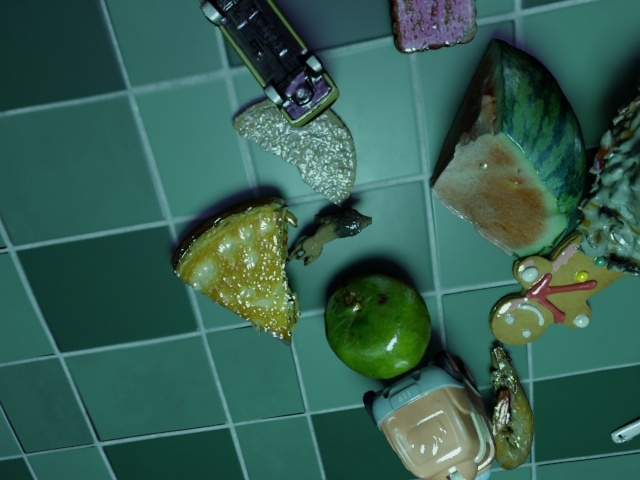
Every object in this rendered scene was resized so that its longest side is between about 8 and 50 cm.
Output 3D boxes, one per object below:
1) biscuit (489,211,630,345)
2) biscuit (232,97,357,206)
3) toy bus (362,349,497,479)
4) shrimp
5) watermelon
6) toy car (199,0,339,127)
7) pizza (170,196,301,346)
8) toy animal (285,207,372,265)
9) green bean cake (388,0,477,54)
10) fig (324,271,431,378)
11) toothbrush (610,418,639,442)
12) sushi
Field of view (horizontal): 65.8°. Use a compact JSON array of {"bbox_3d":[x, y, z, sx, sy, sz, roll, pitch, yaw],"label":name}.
[{"bbox_3d":[0.487,0.095,0.991,0.340,0.047,0.216,-41,105,14],"label":"biscuit"},{"bbox_3d":[-0.023,-0.180,0.889,0.250,0.032,0.133,36,105,-12],"label":"biscuit"},{"bbox_3d":[0.236,0.364,0.962,0.194,0.232,0.288,-36,142,11],"label":"toy bus"},{"bbox_3d":[0.391,0.362,1.055,0.152,0.063,0.287,-30,108,-34],"label":"shrimp"},{"bbox_3d":[0.340,-0.121,0.819,0.292,0.222,0.319,28,108,-6],"label":"watermelon"},{"bbox_3d":[-0.077,-0.306,0.792,0.101,0.124,0.256,-36,90,10],"label":"toy car"},{"bbox_3d":[-0.115,0.040,0.934,0.288,0.074,0.251,36,113,-5],"label":"pizza"},{"bbox_3d":[0.002,-0.007,0.939,0.220,0.086,0.069,-36,105,31],"label":"toy animal"},{"bbox_3d":[0.180,-0.379,0.800,0.136,0.056,0.135,-10,109,3],"label":"green bean cake"},{"bbox_3d":[0.139,0.172,0.978,0.203,0.203,0.235,-46,141,15],"label":"fig"},{"bbox_3d":[0.831,0.333,1.093,0.418,0.040,0.042,-39,104,18],"label":"toothbrush"},{"bbox_3d":[0.605,-0.104,0.805,0.417,0.176,0.417,-8,111,-20],"label":"sushi"}]
